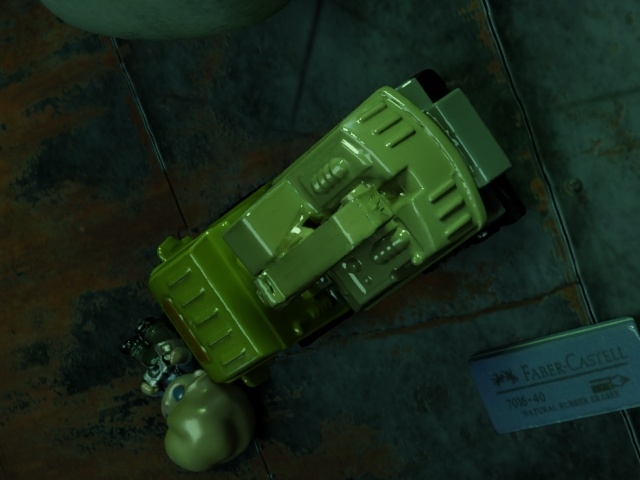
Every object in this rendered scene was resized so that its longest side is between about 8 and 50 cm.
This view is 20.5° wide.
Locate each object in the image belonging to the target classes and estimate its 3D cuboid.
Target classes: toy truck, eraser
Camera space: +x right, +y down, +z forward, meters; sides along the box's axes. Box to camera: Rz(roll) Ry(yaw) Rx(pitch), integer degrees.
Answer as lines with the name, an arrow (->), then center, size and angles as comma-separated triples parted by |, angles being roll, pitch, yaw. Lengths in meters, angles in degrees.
toy truck -> 0.000, 0.000, 1.717 | 0.405, 0.254, 0.180 | -33, 88, 46
eraser -> 0.234, 0.132, 1.707 | 0.225, 0.036, 0.082 | -18, 97, 43

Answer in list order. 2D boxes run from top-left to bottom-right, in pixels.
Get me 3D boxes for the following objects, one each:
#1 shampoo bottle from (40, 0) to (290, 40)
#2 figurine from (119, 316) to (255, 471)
shampoo bottle -> -0.152, -0.345, 1.656 | 0.317, 0.322, 0.322 | 18, 118, 27
figurine -> -0.156, 0.171, 2.018 | 0.114, 0.108, 0.196 | -47, 66, 18
